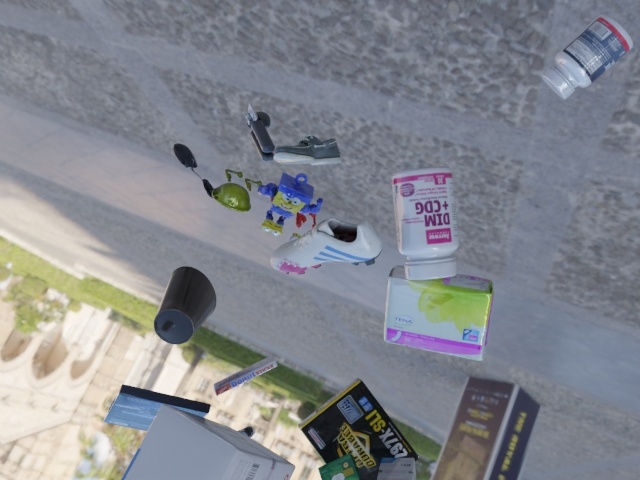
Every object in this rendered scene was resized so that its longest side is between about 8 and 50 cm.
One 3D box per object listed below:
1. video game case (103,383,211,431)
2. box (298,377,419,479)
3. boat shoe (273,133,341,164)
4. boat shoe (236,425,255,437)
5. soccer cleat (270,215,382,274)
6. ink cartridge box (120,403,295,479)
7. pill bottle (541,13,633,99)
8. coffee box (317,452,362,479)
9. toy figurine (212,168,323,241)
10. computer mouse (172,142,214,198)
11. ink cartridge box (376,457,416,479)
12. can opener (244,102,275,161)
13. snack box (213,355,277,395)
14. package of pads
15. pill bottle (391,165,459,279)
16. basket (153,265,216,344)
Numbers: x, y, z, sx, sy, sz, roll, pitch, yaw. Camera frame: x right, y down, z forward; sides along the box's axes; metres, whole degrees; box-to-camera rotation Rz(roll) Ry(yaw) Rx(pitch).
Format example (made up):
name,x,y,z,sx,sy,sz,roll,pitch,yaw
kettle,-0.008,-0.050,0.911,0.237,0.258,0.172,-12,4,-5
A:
name,x,y,z,sx,sy,sz,roll,pitch,yaw
video game case,-0.382,0.399,1.419,0.196,0.026,0.274,18,145,-17
box,0.123,0.653,2.006,0.322,0.257,0.079,54,170,2
boat shoe,-0.045,-0.313,2.110,0.116,0.099,0.319,-3,-179,40
boat shoe,-0.251,0.605,1.880,0.125,0.046,0.038,-34,171,31
soccer cleat,0.000,0.000,1.623,0.331,0.116,0.143,-8,130,26
ink cartridge box,-0.216,0.473,1.206,0.197,0.198,0.270,20,163,29
pill bottle,0.605,-0.416,1.412,0.108,0.180,0.108,42,-162,-17
coffee box,0.073,0.734,1.803,0.040,0.113,0.184,56,-172,-54
toy figurine,-0.118,-0.157,1.872,0.363,0.191,0.217,26,136,-14
computer mouse,-0.438,-0.252,2.190,0.242,0.041,0.071,52,-163,-1
ink cartridge box,0.224,0.716,1.825,0.104,0.060,0.180,-4,-171,13
can opener,-0.202,-0.382,2.137,0.093,0.280,0.074,-7,135,-14
snack box,-0.204,0.364,1.664,0.022,0.178,0.064,66,170,-7
package of pads,0.332,0.199,1.750,0.297,0.229,0.101,8,-157,16
pill bottle,0.277,-0.044,1.616,0.160,0.283,0.160,-6,180,0
basket,-0.441,0.220,1.982,0.227,0.154,0.204,-79,-28,-68
